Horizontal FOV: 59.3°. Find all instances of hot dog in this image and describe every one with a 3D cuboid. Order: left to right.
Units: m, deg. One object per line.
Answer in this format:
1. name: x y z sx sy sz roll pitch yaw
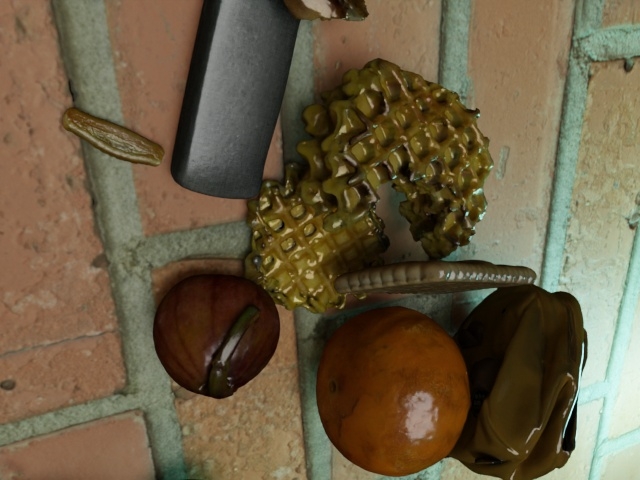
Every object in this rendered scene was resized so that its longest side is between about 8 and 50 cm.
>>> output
1. hot dog: -0.281 -0.136 0.764 0.137 0.028 0.044 21 75 -33

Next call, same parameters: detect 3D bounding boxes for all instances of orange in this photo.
1. orange: 0.117 0.253 0.969 0.226 0.284 0.284 10 106 -33

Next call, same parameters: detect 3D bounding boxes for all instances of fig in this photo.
1. fig: -0.155 0.146 0.845 0.205 0.205 0.205 -10 114 -22

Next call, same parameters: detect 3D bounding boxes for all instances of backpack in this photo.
1. backpack: 0.337 0.247 1.057 0.201 0.353 0.378 28 65 -10

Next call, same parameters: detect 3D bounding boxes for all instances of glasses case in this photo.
1. glasses case: -0.116 -0.218 0.783 0.131 0.074 0.323 8 107 -28

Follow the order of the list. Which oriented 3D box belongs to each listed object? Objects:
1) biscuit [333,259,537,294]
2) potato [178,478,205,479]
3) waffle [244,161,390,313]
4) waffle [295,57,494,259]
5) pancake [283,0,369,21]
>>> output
1. biscuit: 0.199 0.063 0.945 0.325 0.217 0.044 5 76 -44
2. potato: -0.241 0.564 0.969 0.216 0.216 0.304 16 95 -30
3. waffle: 0.001 0.001 0.939 0.280 0.060 0.262 8 107 -28
4. waffle: 0.123 -0.116 0.865 0.324 0.151 0.261 14 87 -36
5. pancake: -0.018 -0.389 0.719 0.257 0.056 0.212 32 64 -28
